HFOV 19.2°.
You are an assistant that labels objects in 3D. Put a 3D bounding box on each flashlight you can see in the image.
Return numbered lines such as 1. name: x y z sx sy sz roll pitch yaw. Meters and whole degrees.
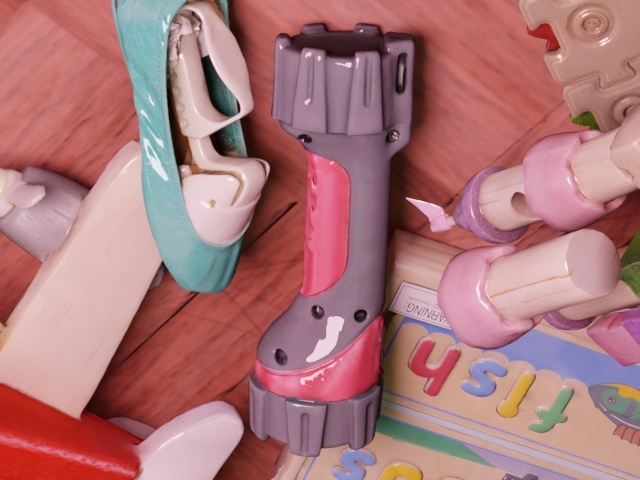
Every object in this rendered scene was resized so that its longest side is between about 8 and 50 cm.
1. flashlight: 0.000 0.000 1.343 0.103 0.103 0.304 21 121 39

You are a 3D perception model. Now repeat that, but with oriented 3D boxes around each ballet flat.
1. ballet flat: -0.081 -0.071 1.295 0.087 0.083 0.247 8 117 43

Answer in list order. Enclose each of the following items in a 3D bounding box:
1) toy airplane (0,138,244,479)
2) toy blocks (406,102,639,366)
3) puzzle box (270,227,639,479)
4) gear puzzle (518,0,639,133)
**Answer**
1. toy airplane: -0.256 0.128 1.416 0.386 0.272 0.384 -29 140 -20
2. toy blocks: 0.236 0.021 1.282 0.288 0.309 0.260 42 152 -14
3. puzzle box: 0.193 0.166 1.506 0.409 0.052 0.272 18 126 -9
4. gear puzzle: 0.241 -0.138 1.289 0.175 0.044 0.339 -20 125 16
